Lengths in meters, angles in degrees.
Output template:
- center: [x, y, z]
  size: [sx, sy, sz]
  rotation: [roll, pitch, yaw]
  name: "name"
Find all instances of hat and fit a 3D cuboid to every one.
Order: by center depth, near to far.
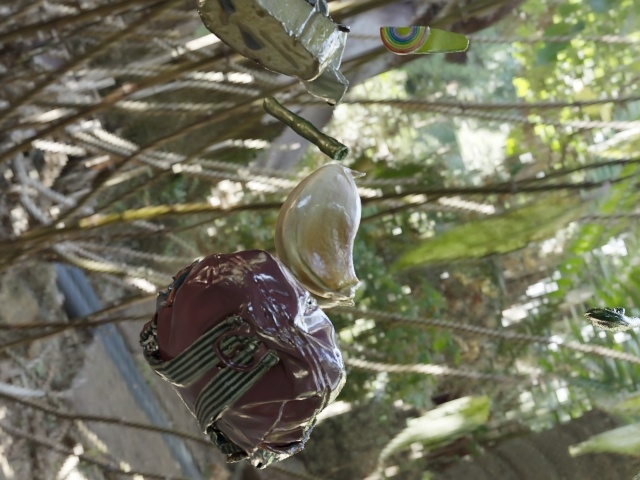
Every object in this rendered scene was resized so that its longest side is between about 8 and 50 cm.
- center: [-0.032, -0.389, 2.038]
  size: [0.226, 0.164, 0.219]
  rotation: [29, 36, -19]
  name: "hat"

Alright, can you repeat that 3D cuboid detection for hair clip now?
- center: [0.215, -0.417, 2.137]
  size: [0.033, 0.188, 0.060]
  rotation: [-7, 102, -80]
  name: "hair clip"

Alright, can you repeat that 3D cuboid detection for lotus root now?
- center: [-0.094, -0.326, 1.462]
  size: [0.260, 0.074, 0.170]
  rotation: [33, -21, -13]
  name: "lotus root"

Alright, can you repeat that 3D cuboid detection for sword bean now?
- center: [-0.032, -0.213, 1.934]
  size: [0.269, 0.038, 0.043]
  rotation: [39, -5, 44]
  name: "sword bean"

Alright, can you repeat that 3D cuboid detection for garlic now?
- center: [0.000, 0.000, 2.307]
  size: [0.286, 0.249, 0.313]
  rotation: [27, 52, -68]
  name: "garlic"

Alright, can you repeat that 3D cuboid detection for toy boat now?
- center: [0.623, 0.168, 2.184]
  size: [0.210, 0.104, 0.052]
  rotation: [11, 93, -63]
  name: "toy boat"

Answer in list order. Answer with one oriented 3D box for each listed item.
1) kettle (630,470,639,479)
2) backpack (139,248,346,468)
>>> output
- center: [0.660, 0.345, 1.516]
  size: [0.250, 0.377, 0.361]
  rotation: [48, 5, 31]
  name: "kettle"
- center: [-0.094, 0.143, 1.286]
  size: [0.283, 0.197, 0.317]
  rotation: [53, -24, 4]
  name: "backpack"
